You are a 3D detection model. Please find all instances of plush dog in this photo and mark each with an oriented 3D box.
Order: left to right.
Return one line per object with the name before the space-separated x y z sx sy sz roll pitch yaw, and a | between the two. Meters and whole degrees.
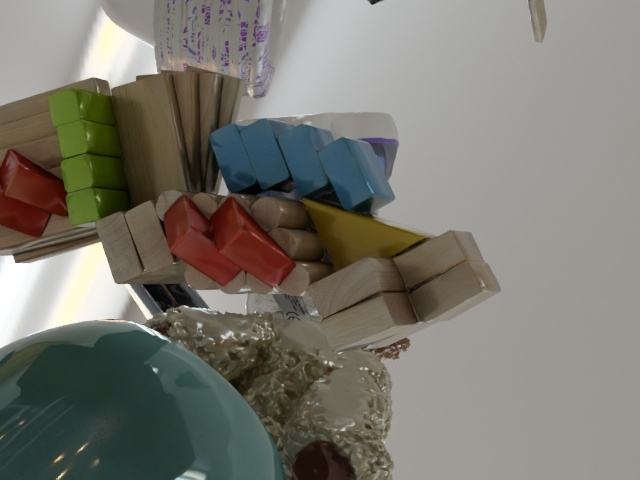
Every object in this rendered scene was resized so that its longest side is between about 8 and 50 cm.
plush dog | -0.024 0.181 1.293 0.262 0.210 0.225 29 -60 30

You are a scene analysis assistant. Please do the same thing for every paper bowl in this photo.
paper bowl | -0.092 -0.261 1.262 0.148 0.284 0.284 8 -76 0

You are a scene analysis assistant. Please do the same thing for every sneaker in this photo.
sneaker | 0.000 0.000 1.509 0.130 0.323 0.236 -5 -88 17

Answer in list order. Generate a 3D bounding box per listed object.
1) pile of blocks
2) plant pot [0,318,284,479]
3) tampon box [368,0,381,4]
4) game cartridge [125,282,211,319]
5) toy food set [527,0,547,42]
pile of blocks | -0.073 -0.030 0.953 0.362 0.112 0.149 12 -86 22
plant pot | -0.162 0.193 1.040 0.293 0.235 0.293 26 -36 21
tampon box | 0.049 -0.244 0.911 0.101 0.120 0.161 -13 -127 36
game cartridge | -0.103 0.129 1.590 0.062 0.198 0.297 -38 -120 -5
toy food set | 0.156 -0.280 1.228 0.071 0.128 0.218 10 -109 20
